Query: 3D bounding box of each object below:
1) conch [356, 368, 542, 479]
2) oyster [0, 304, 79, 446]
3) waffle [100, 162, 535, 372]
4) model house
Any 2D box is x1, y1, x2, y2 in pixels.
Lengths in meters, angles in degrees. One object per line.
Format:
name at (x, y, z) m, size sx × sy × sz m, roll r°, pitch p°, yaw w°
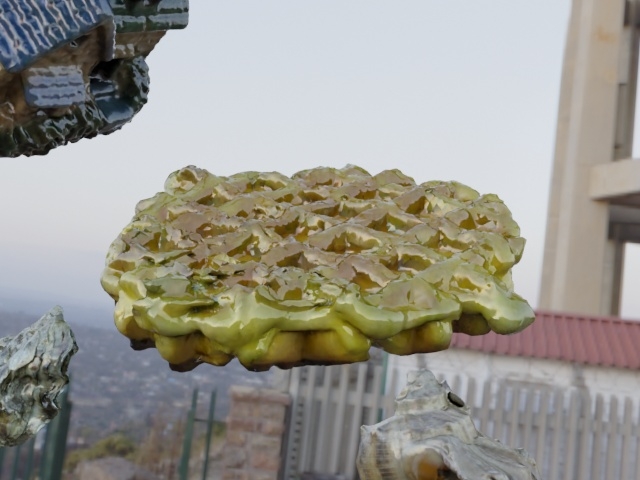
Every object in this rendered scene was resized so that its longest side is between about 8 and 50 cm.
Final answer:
conch at (0.155, 0.273, 0.853) m, size 0.159 × 0.291 × 0.210 m, roll -18°, pitch -1°, yaw -39°
oyster at (-0.293, 0.132, 0.771) m, size 0.064 × 0.177 × 0.125 m, roll 38°, pitch 17°, yaw -37°
waffle at (0.000, 0.000, 0.473) m, size 0.238 × 0.058 × 0.243 m, roll -2°, pitch 24°, yaw 0°
model house at (-0.454, -0.421, 1.487) m, size 0.400 × 0.395 × 0.445 m, roll -38°, pitch -11°, yaw 36°
